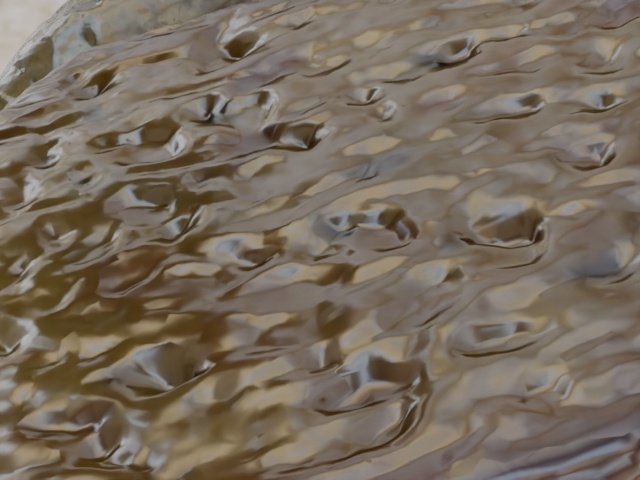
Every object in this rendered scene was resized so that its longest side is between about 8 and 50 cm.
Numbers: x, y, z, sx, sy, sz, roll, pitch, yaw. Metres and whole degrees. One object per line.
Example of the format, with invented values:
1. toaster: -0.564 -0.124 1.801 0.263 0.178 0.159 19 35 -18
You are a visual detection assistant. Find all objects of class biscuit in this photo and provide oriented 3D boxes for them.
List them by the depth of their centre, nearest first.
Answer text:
1. biscuit: 0.000 0.001 0.644 0.359 0.359 0.046 44 155 55

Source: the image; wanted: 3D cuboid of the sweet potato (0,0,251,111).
1. sweet potato: -0.066 -0.100 1.055 0.130 0.422 0.130 31 142 28
